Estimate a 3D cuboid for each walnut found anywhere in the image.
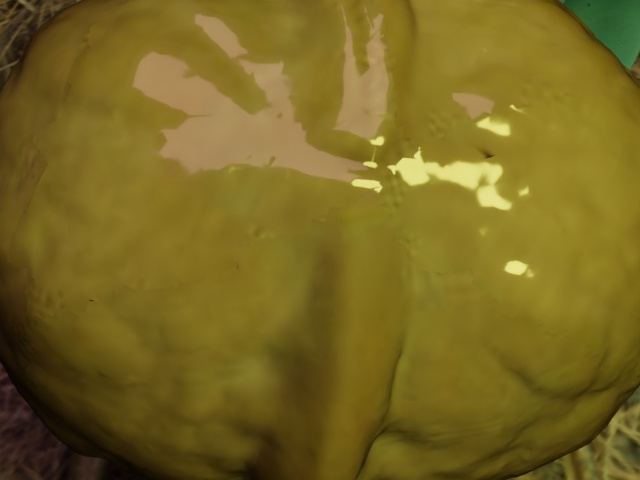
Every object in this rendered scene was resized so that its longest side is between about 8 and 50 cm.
[{"bbox_3d":[0.000,0.000,0.624,0.381,0.381,0.381,-4,50,5],"label":"walnut"}]

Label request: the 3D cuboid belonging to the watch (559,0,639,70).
[{"bbox_3d":[0.149,-0.132,0.816,0.211,0.193,0.211,-4,47,5],"label":"watch"}]
